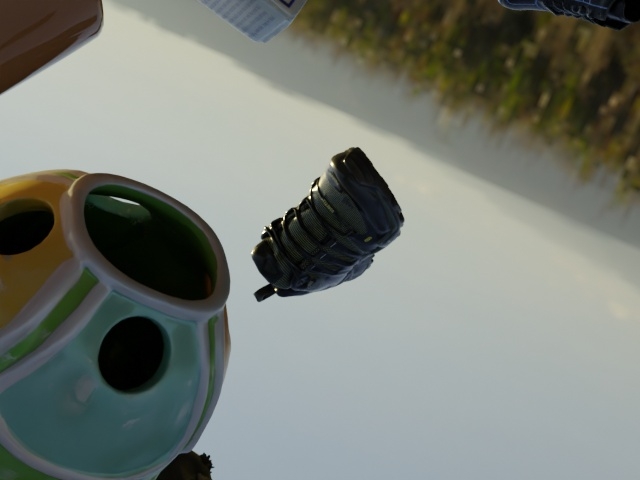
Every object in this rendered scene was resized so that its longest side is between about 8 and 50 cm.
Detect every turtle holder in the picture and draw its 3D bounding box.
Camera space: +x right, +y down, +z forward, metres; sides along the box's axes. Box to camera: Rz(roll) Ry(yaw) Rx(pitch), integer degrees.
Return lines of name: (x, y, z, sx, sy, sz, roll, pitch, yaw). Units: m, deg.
turtle holder: (-0.210, 0.048, 1.349, 0.320, 0.227, 0.243, 39, -147, -11)

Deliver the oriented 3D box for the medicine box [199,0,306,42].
medicine box: (-0.081, -0.371, 1.665, 0.289, 0.263, 0.149, 36, 169, -9)

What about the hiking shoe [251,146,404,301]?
hiking shoe: (0.000, 0.000, 1.656, 0.086, 0.114, 0.227, 53, 159, 16)

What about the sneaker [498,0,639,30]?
sneaker: (0.283, -0.263, 1.957, 0.232, 0.090, 0.081, -11, 161, 39)

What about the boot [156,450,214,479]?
boot: (-0.277, 0.226, 2.289, 0.445, 0.146, 0.367, 58, -164, 20)

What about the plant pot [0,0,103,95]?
plant pot: (-0.256, -0.190, 1.115, 0.203, 0.291, 0.291, -19, -161, -10)
